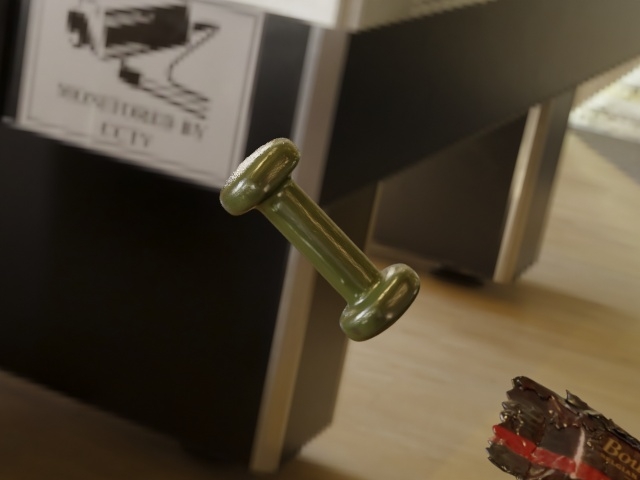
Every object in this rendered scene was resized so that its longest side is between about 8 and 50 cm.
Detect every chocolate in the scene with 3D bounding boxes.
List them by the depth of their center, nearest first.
[{"bbox_3d":[0.170,0.143,0.779,0.182,0.028,0.086,35,35,-3],"label":"chocolate"}]

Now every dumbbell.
[{"bbox_3d":[0.000,0.000,0.784,0.052,0.118,0.046,-48,11,-29],"label":"dumbbell"}]
